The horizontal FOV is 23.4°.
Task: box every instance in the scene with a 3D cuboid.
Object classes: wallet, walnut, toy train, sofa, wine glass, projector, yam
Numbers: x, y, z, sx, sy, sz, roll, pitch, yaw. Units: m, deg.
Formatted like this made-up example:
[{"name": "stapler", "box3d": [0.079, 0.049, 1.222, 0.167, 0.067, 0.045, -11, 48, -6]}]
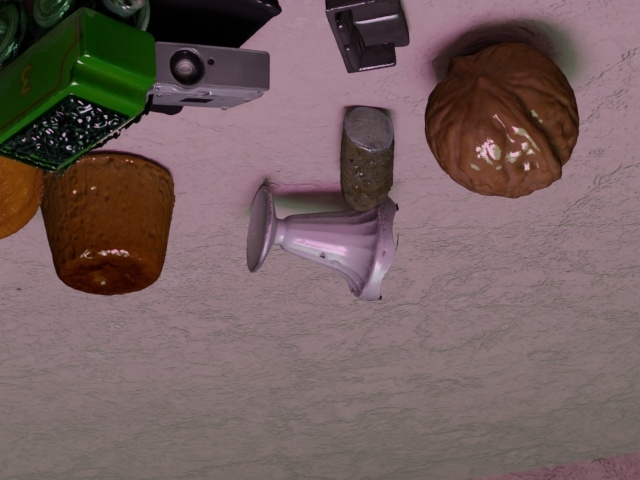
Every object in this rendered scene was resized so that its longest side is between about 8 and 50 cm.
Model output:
[{"name": "wallet", "box3d": [-0.175, -0.234, 1.871, 0.146, 0.030, 0.285, 13, 148, -30]}, {"name": "walnut", "box3d": [0.228, -0.153, 1.944, 0.213, 0.213, 0.213, -4, 154, -2]}, {"name": "toy train", "box3d": [-0.288, -0.198, 1.746, 0.132, 0.188, 0.243, 18, 144, -41]}, {"name": "sofa", "box3d": [0.058, -0.255, 1.838, 0.085, 0.060, 0.147, -10, 153, 7]}, {"name": "wine glass", "box3d": [0.000, 0.000, 2.241, 0.197, 0.164, 0.165, 6, 152, -14]}, {"name": "projector", "box3d": [-0.147, -0.191, 1.816, 0.147, 0.061, 0.115, 1, 175, -27]}, {"name": "yam", "box3d": [0.065, -0.111, 2.117, 0.078, 0.078, 0.179, -4, 150, -3]}]

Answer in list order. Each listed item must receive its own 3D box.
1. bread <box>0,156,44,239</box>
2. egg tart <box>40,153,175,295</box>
[{"name": "bread", "box3d": [-0.525, -0.084, 1.974, 0.328, 0.148, 0.337, -4, 154, -4]}, {"name": "egg tart", "box3d": [-0.302, -0.015, 2.160, 0.203, 0.147, 0.202, -2, 154, -1]}]
